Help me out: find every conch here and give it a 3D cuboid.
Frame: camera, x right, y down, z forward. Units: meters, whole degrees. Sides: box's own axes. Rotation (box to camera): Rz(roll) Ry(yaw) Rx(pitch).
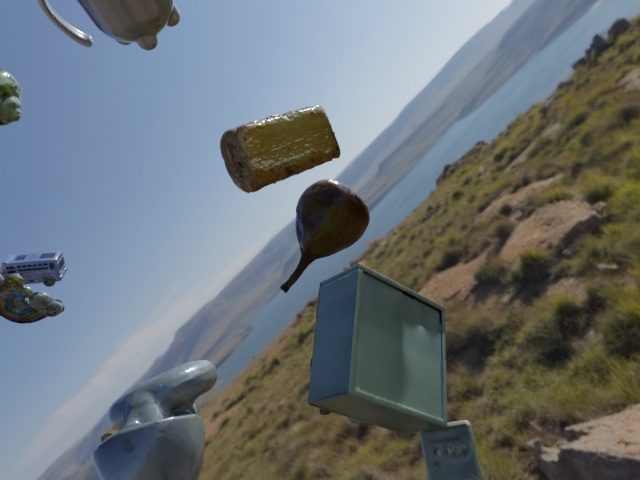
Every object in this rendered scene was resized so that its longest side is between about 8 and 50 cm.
[{"bbox_3d":[-0.674,-0.286,1.021,0.187,0.181,0.124,102,166,-67],"label":"conch"}]

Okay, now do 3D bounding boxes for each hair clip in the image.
[{"bbox_3d":[-0.655,0.124,1.147,0.116,0.172,0.049,-29,29,21],"label":"hair clip"}]

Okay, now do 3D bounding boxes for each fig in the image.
[{"bbox_3d":[-0.022,-0.026,1.299,0.290,0.191,0.190,-37,3,11],"label":"fig"}]

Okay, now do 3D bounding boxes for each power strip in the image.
[{"bbox_3d":[0.268,0.485,1.021,0.105,0.257,0.070,-14,-21,13],"label":"power strip"}]

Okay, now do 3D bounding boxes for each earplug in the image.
[{"bbox_3d":[-0.287,0.334,0.962,0.214,0.175,0.326,-29,20,7],"label":"earplug"}]

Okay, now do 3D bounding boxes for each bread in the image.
[{"bbox_3d":[-0.065,-0.156,0.885,0.210,0.114,0.083,-25,6,-37],"label":"bread"}]

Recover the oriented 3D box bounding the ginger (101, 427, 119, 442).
[{"bbox_3d":[-0.353,0.422,1.112,0.205,0.115,0.081,-13,36,24],"label":"ginger"}]

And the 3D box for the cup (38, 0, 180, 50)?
[{"bbox_3d":[-0.300,-0.351,0.773,0.173,0.134,0.142,-43,-34,-12],"label":"cup"}]

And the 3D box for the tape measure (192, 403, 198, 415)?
[{"bbox_3d":[-0.359,0.409,1.189,0.179,0.107,0.104,-16,10,-5],"label":"tape measure"}]

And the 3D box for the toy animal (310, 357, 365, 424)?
[{"bbox_3d":[0.058,0.353,1.261,0.121,0.225,0.094,1,26,22],"label":"toy animal"}]

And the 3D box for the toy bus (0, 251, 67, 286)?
[{"bbox_3d":[-0.726,0.072,1.313,0.167,0.076,0.073,-5,25,-10],"label":"toy bus"}]

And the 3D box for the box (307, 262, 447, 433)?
[{"bbox_3d":[0.102,0.196,0.931,0.117,0.224,0.225,-29,43,44],"label":"box"}]
